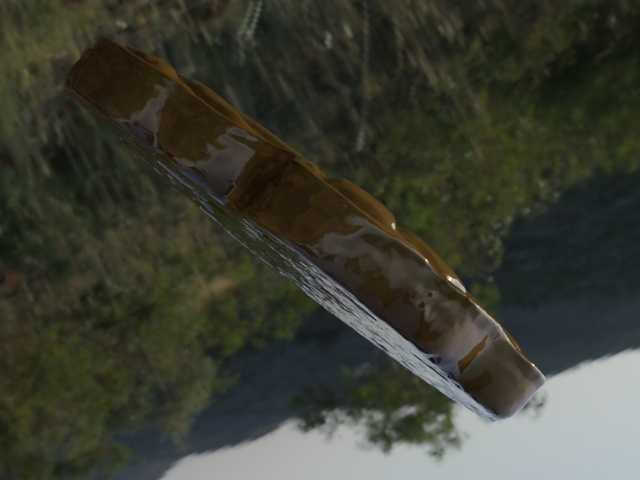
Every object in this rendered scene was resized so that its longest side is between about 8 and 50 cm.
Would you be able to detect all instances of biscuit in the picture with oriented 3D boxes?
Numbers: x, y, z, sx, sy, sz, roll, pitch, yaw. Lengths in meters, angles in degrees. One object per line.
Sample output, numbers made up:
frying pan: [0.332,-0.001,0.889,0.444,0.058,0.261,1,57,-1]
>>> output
biscuit: [0.000,0.000,0.809,0.057,0.312,0.351,-53,137,-5]
